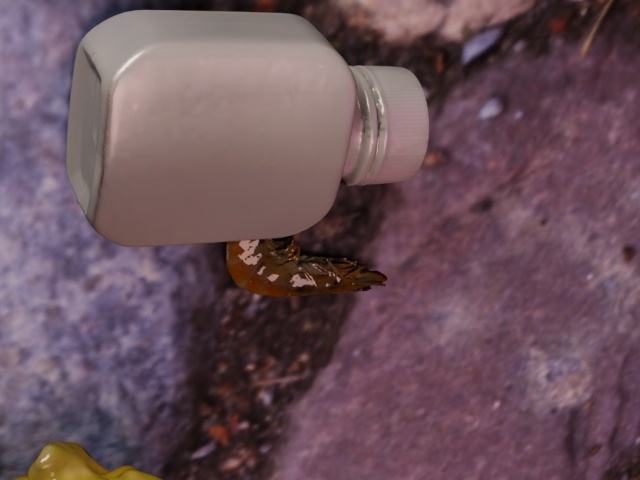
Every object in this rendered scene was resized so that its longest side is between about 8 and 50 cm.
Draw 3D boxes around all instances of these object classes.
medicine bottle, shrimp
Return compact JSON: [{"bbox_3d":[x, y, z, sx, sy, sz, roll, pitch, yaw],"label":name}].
[{"bbox_3d":[-0.037,-0.059,0.692,0.183,0.069,0.119,-3,122,-24],"label":"medicine bottle"},{"bbox_3d":[0.000,0.000,0.784,0.114,0.023,0.083,9,115,-28],"label":"shrimp"}]

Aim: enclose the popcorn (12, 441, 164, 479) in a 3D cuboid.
[{"bbox_3d":[-0.142,0.231,0.769,0.190,0.191,0.254,-13,137,-1],"label":"popcorn"}]
